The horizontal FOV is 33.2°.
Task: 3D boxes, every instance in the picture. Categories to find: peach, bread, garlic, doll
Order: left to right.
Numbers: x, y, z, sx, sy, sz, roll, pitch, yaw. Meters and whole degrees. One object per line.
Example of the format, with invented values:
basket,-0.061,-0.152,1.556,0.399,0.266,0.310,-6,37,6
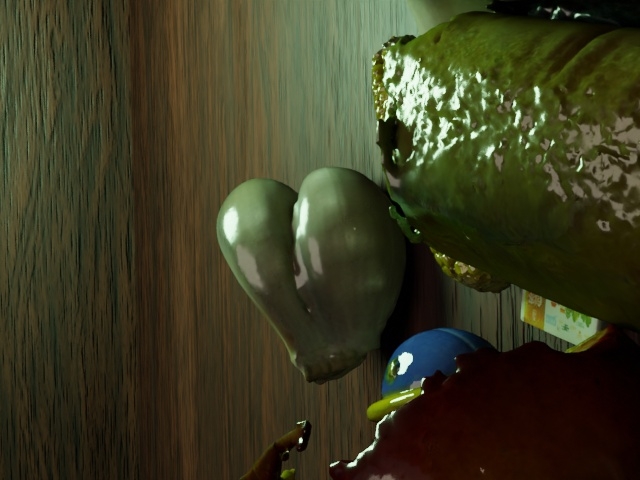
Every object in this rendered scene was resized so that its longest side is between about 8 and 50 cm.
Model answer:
garlic,0.000,0.000,1.453,0.246,0.231,0.340,50,-168,-24
doll,0.159,0.200,1.063,0.311,0.160,0.242,-24,67,55
peach,0.134,0.252,0.803,0.406,0.335,0.310,-43,64,48
bread,0.211,-0.063,0.834,0.376,0.208,0.251,24,117,51

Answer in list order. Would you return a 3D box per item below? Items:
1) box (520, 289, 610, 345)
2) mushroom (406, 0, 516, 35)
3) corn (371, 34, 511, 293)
box,0.241,-0.017,1.004,0.122,0.032,0.220,-155,66,-62
mushroom,0.114,-0.298,1.023,0.297,0.297,0.290,25,141,65
corn,0.133,-0.092,1.152,0.119,0.119,0.322,124,139,-54
